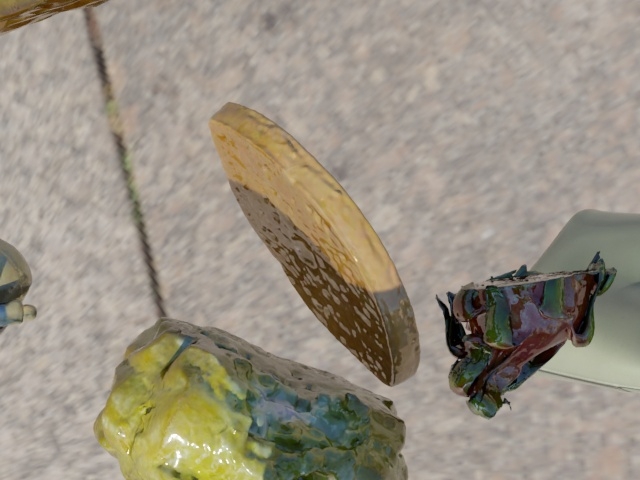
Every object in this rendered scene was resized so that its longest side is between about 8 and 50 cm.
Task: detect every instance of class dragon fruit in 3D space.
[{"bbox_3d":[0.172,0.073,1.654,0.142,0.138,0.175,20,90,14],"label":"dragon fruit"}]

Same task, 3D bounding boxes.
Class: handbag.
[{"bbox_3d":[0.338,0.053,1.782,0.241,0.315,0.109,-51,118,-26],"label":"handbag"}]

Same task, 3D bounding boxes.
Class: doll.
[{"bbox_3d":[-0.254,0.033,1.326,0.102,0.179,0.089,34,82,5],"label":"doll"}]

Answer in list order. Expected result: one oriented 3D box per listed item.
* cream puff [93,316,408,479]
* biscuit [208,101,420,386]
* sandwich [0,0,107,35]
[{"bbox_3d":[-0.063,0.180,1.517,0.281,0.282,0.185,24,92,-10],"label":"cream puff"},{"bbox_3d":[0.000,0.000,1.225,0.029,0.142,0.221,-36,91,-20],"label":"biscuit"},{"bbox_3d":[-0.063,-0.157,0.405,0.186,0.065,0.215,-26,100,-39],"label":"sandwich"}]
